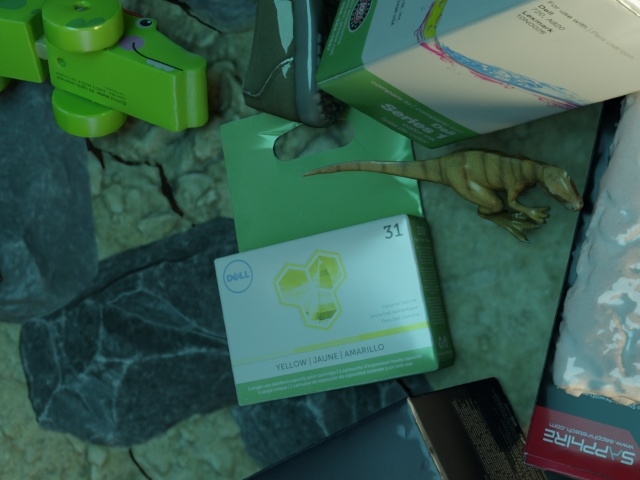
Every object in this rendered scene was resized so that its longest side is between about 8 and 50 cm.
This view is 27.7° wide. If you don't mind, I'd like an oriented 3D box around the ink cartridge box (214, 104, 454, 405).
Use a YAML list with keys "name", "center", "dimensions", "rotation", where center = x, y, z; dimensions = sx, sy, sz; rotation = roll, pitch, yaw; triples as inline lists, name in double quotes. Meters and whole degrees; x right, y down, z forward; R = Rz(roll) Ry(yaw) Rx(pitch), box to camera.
- name: "ink cartridge box"
  center: [0.000, 0.000, 1.024]
  dimensions: [0.171, 0.056, 0.235]
  rotation: [-13, 84, 22]

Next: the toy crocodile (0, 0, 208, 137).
- name: "toy crocodile"
  center: [-0.239, -0.176, 1.111]
  dimensions: [0.341, 0.105, 0.115]
  rotation: [18, 136, 22]

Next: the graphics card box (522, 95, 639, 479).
- name: "graphics card box"
  center: [0.292, -0.001, 0.879]
  dimensions: [0.233, 0.094, 0.370]
  rotation: [12, 93, 23]

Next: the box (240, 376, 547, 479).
- name: "box"
  center: [0.055, 0.179, 0.906]
  dimensions: [0.153, 0.207, 0.108]
  rotation: [-29, 77, 19]

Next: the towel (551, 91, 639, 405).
- name: "towel"
  center: [0.324, -0.035, 0.757]
  dimensions: [0.317, 0.053, 0.331]
  rotation: [13, 77, 23]

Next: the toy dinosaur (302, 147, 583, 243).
- name: "toy dinosaur"
  center: [0.107, -0.049, 0.945]
  dimensions: [0.212, 0.112, 0.064]
  rotation: [4, 71, 40]

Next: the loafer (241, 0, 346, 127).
- name: "loafer"
  center: [-0.028, -0.213, 1.022]
  dimensions: [0.087, 0.094, 0.251]
  rotation: [0, 84, 22]

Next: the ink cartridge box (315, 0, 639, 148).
- name: "ink cartridge box"
  center: [0.139, -0.190, 0.837]
  dimensions: [0.278, 0.117, 0.201]
  rotation: [-11, 56, 57]
